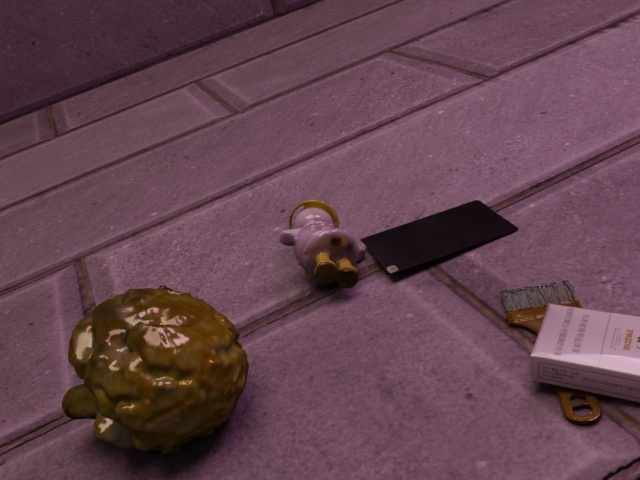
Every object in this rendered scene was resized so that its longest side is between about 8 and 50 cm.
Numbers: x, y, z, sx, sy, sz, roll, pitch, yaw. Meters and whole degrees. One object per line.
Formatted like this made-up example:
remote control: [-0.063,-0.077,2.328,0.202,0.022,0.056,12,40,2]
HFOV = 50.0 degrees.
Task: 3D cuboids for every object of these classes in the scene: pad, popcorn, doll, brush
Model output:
pad: [0.163,-0.008,0.957,0.193,0.004,0.116,-19,29,-10]
popcorn: [-0.188,0.148,0.751,0.212,0.198,0.198,-43,29,6]
doll: [0.000,0.000,0.965,0.129,0.081,0.207,13,19,-19]
brush: [0.246,0.109,0.716,0.083,0.010,0.218,-12,30,11]

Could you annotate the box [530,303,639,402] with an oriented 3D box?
box: [0.287,0.108,0.652,0.154,0.040,0.084,8,35,27]
